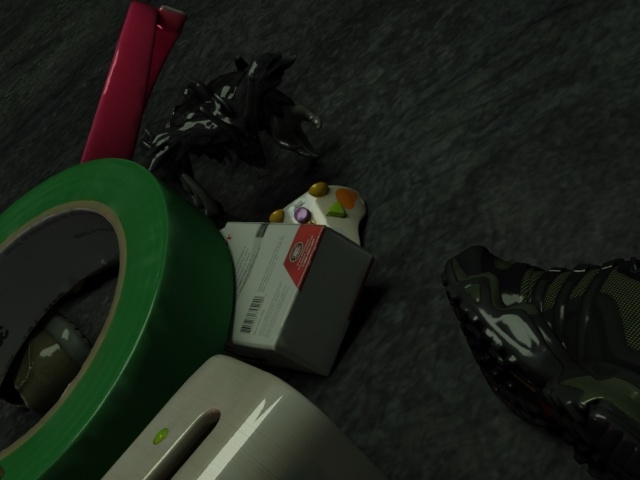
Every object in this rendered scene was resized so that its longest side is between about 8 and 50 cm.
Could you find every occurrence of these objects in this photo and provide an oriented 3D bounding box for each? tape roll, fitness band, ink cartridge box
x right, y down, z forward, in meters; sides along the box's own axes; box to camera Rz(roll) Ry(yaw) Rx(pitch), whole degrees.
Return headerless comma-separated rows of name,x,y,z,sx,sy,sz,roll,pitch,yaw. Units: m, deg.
tape roll,-0.211,0.089,1.014,0.321,0.077,0.321,-27,43,28
fitness band,-0.192,-0.114,1.235,0.291,0.054,0.209,159,131,-77
ink cartridge box,-0.035,0.041,0.981,0.135,0.056,0.099,3,67,55

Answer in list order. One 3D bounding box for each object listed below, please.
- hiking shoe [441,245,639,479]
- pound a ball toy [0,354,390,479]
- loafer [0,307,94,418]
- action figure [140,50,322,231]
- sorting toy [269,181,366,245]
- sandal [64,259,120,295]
hiking shoe,0.155,0.053,0.734,0.114,0.086,0.227,-31,31,-9
pound a ball toy,-0.121,0.204,0.710,0.319,0.208,0.136,-49,27,-15
loafer,-0.285,0.097,1.208,0.087,0.094,0.251,-46,27,-17
action figure,-0.080,-0.082,1.163,0.164,0.141,0.276,-45,11,-10
sorting toy,0.000,0.000,1.050,0.083,0.045,0.075,-35,47,13
sandal,-0.249,0.026,1.327,0.180,0.049,0.072,-14,41,19
